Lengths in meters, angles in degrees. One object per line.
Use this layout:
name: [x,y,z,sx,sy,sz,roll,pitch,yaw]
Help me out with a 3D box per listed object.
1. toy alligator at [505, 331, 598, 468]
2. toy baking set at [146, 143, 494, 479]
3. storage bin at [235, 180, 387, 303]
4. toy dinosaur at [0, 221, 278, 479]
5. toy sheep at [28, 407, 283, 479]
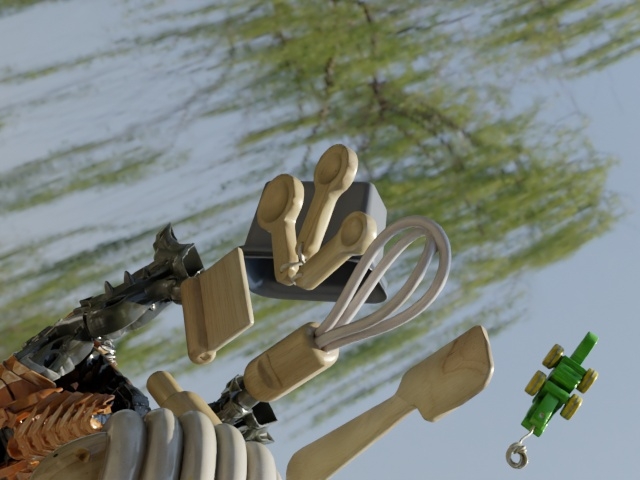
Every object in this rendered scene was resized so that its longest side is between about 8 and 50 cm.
toy alligator: [0.242,0.174,1.310,0.056,0.189,0.051,35,-28,9]
toy baking set: [-0.016,0.052,0.650,0.196,0.030,0.256,-59,-145,11]
storage bin: [0.000,0.000,1.110,0.135,0.091,0.098,2,-28,21]
toy dinosaur: [-0.151,0.116,0.809,0.322,0.218,0.164,32,-36,63]
toy sheep: [-0.060,0.116,0.524,0.091,0.132,0.091,-53,-153,43]
